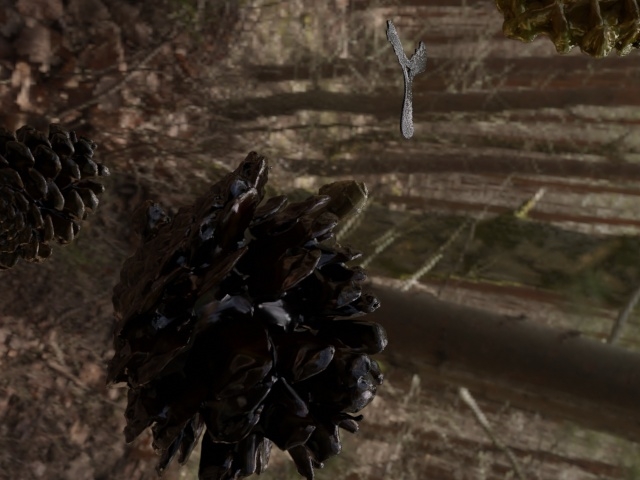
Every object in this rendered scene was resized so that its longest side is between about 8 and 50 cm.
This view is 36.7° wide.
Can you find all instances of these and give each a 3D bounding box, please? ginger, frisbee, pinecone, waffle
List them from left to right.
[{"bbox_3d":[-0.493,-0.083,1.622,0.309,0.244,0.244,-38,128,-52],"label":"pinecone"},{"bbox_3d":[-0.065,0.083,0.880,0.298,0.242,0.295,-53,125,-65],"label":"pinecone"},{"bbox_3d":[0.010,0.001,1.499,0.214,0.133,0.059,-43,170,14],"label":"ginger"},{"bbox_3d":[0.142,-0.302,1.649,0.187,0.012,0.211,61,37,-44],"label":"frisbee"},{"bbox_3d":[0.348,-0.355,1.209,0.062,0.329,0.329,81,34,-65],"label":"waffle"}]
